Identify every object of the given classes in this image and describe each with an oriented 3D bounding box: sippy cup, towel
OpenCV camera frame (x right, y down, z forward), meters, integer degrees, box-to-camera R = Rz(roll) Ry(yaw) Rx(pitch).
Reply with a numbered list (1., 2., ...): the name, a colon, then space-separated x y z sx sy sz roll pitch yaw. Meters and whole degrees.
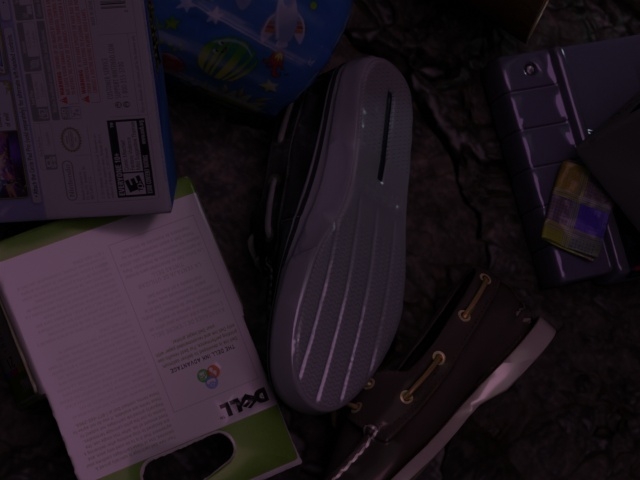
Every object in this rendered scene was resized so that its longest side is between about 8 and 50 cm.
1. sippy cup: -0.098 -0.223 1.557 0.224 0.240 0.305 29 109 -21
2. towel: 0.236 -0.029 1.674 0.060 0.009 0.083 23 74 -7

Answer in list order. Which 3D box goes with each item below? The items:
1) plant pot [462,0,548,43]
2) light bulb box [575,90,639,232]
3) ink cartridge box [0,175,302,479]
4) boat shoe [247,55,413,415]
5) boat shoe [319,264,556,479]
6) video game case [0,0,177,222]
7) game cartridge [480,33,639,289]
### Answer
1. plant pot: 0.128 -0.342 1.672 0.254 0.237 0.237 28 68 3
2. light bulb box: 0.482 -0.139 1.596 0.361 0.358 0.225 -41 95 -26
3. ink cartridge box: -0.155 0.101 1.510 0.189 0.097 0.255 -21 87 -24
4. boat shoe: 0.000 0.000 1.577 0.121 0.119 0.335 39 52 -37
5. boat shoe: 0.069 0.146 1.571 0.097 0.116 0.324 47 62 2
6. video game case: -0.248 -0.144 1.422 0.244 0.061 0.269 -3 117 3
7. game cartridge: 0.344 -0.089 1.760 0.355 0.068 0.230 -11 76 -22
